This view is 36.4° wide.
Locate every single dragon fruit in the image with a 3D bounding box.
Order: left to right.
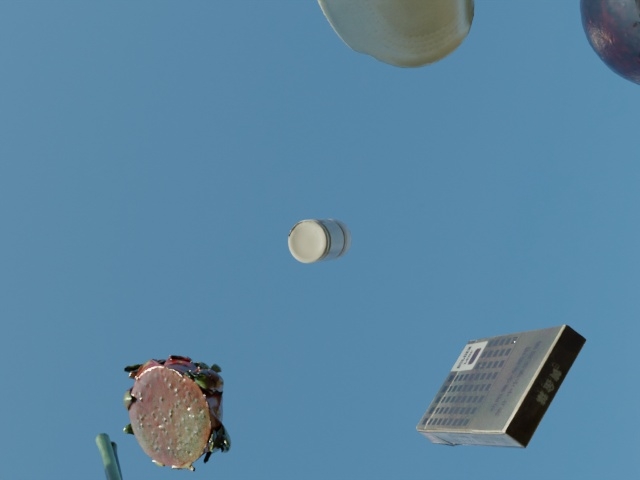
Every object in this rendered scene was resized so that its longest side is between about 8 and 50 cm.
[{"bbox_3d":[-0.158,0.180,1.111,0.142,0.175,0.138,44,-74,-5],"label":"dragon fruit"}]

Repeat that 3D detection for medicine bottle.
[{"bbox_3d":[0.000,0.000,1.265,0.089,0.057,0.057,-6,-83,-66],"label":"medicine bottle"}]

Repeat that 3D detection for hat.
[{"bbox_3d":[0.109,-0.267,0.849,0.258,0.168,0.301,-44,-33,-15],"label":"hat"}]

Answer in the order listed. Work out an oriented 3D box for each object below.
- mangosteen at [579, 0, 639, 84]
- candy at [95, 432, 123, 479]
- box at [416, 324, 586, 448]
[{"bbox_3d":[0.556,-0.350,1.423,0.347,0.307,0.307,36,-104,-3],"label":"mangosteen"},{"bbox_3d":[-0.115,0.197,0.597,0.077,0.262,0.073,-26,-60,-8],"label":"candy"},{"bbox_3d":[0.259,0.220,1.449,0.047,0.325,0.180,36,-107,-6],"label":"box"}]
